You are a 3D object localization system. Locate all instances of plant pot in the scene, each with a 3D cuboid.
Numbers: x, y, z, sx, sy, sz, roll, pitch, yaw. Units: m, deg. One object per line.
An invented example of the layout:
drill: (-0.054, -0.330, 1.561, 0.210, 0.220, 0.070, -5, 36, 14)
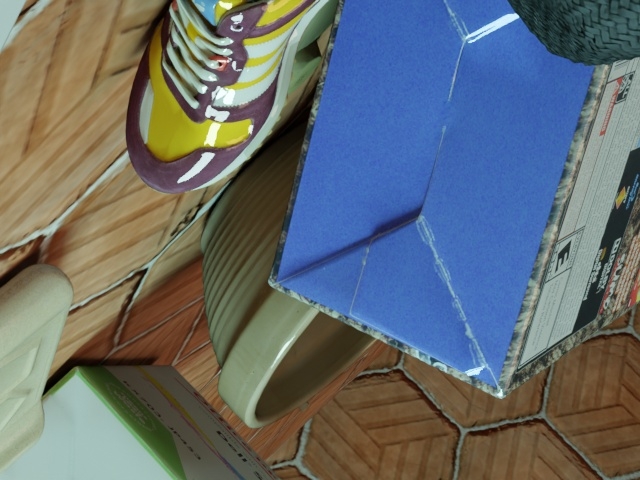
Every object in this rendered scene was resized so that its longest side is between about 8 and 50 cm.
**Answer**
plant pot: (0.000, 0.000, 1.246, 0.237, 0.110, 0.237, -45, 167, -13)

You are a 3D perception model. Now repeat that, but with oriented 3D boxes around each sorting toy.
sorting toy: (-0.216, 0.109, 1.021, 0.193, 0.038, 0.208, -41, 167, -26)

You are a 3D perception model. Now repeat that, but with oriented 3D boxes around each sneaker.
sneaker: (-0.040, -0.092, 0.787, 0.084, 0.069, 0.185, -15, 145, -57)

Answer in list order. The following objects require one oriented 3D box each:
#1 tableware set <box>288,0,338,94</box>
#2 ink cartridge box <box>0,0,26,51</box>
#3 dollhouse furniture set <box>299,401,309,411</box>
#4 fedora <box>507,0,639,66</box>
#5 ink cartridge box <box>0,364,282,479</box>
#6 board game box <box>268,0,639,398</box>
tableware set: (0.018, -0.131, 1.024, 0.169, 0.020, 0.141, -41, 173, -28)
ink cartridge box: (-0.136, -0.059, 0.328, 0.212, 0.093, 0.154, -38, 169, -48)
dollhouse furniture set: (0.000, 0.021, 1.596, 0.182, 0.101, 0.161, -45, -163, 2)
fedora: (0.125, -0.144, 0.612, 0.334, 0.152, 0.334, -17, 180, 0)
ink cartridge box: (-0.105, 0.197, 1.402, 0.119, 0.207, 0.353, -44, 173, 3)
board game box: (0.128, -0.084, 1.027, 0.291, 0.141, 0.232, -24, 134, -57)
